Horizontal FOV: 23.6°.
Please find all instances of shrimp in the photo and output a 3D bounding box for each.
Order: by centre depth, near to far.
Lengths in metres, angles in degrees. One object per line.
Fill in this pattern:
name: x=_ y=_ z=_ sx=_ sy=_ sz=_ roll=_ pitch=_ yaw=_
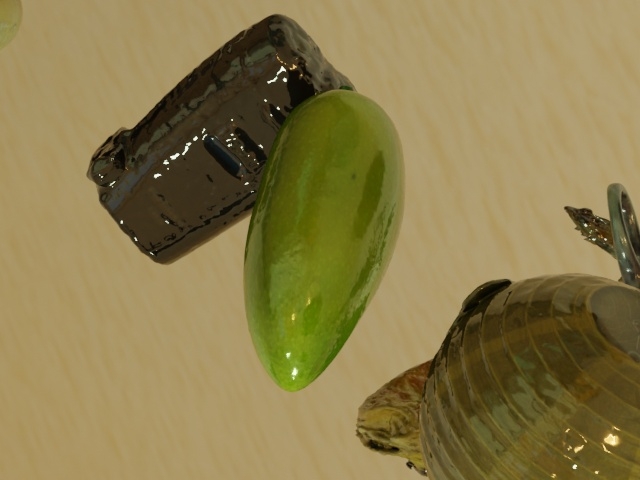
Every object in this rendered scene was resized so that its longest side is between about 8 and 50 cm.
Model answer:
shrimp: x=0.346 y=0.041 z=1.836 sx=0.148 sy=0.195 sz=0.035 roll=-52 pitch=-172 yaw=47

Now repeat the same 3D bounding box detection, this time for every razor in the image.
razor: x=-0.114 y=-0.115 z=1.813 sx=0.327 sy=0.189 sz=0.107 roll=-34 pitch=-161 yaw=20

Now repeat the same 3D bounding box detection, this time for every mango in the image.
mango: x=0.000 y=0.000 z=1.607 sx=0.156 sy=0.343 sz=0.192 roll=8 pitch=149 yaw=14

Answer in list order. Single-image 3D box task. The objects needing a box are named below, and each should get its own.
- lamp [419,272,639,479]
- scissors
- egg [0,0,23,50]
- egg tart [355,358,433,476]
lamp: x=0.188 y=0.166 z=1.212 sx=0.250 sy=0.250 sz=0.284 roll=-22 pitch=148 yaw=-51
scissors: x=0.348 y=0.140 z=1.601 sx=0.029 sy=0.256 sz=0.383 roll=-15 pitch=-142 yaw=20
egg: x=-0.492 y=-0.308 z=2.022 sx=0.201 sy=0.164 sz=0.164 roll=8 pitch=-177 yaw=8
egg tart: x=0.155 y=0.201 z=1.763 sx=0.241 sy=0.106 sz=0.241 roll=-16 pitch=-168 yaw=4
